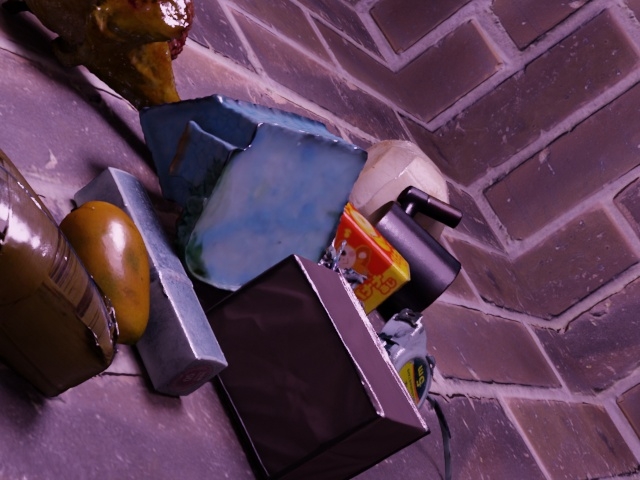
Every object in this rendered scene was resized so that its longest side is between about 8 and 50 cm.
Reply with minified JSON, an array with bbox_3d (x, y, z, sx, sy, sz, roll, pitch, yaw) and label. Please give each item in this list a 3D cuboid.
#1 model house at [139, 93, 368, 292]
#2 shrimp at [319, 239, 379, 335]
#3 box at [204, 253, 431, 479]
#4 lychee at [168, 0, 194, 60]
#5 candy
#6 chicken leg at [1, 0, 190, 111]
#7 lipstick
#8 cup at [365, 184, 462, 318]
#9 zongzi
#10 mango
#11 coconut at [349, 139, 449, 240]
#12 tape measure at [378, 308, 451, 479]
[{"bbox_3d":[-0.129,-0.086,1.585,0.241,0.225,0.261,36,16,36],"label":"model house"},{"bbox_3d":[0.000,0.064,1.775,0.372,0.172,0.137,23,29,-47],"label":"shrimp"},{"bbox_3d":[-0.016,0.168,1.502,0.153,0.188,0.252,22,38,-61],"label":"box"},{"bbox_3d":[-0.277,-0.350,1.842,0.188,0.188,0.188,48,18,-21],"label":"lychee"},{"bbox_3d":[0.000,0.000,1.903,0.276,0.146,0.088,44,15,-9],"label":"candy"},{"bbox_3d":[-0.250,-0.262,1.667,0.361,0.211,0.140,45,47,-22],"label":"chicken leg"},{"bbox_3d":[-0.205,0.043,1.422,0.077,0.076,0.289,23,35,-57],"label":"lipstick"},{"bbox_3d":[0.157,0.017,2.260,0.177,0.166,0.239,46,41,-7],"label":"cup"},{"bbox_3d":[-0.308,-0.010,1.191,0.260,0.123,0.289,49,13,-31],"label":"zongzi"},{"bbox_3d":[-0.240,0.033,1.330,0.111,0.089,0.163,21,47,-44],"label":"mango"},{"bbox_3d":[0.155,-0.079,2.403,0.241,0.241,0.241,48,18,-21],"label":"coconut"},{"bbox_3d":[0.128,0.276,1.876,0.084,0.164,0.330,23,-43,42],"label":"tape measure"}]
